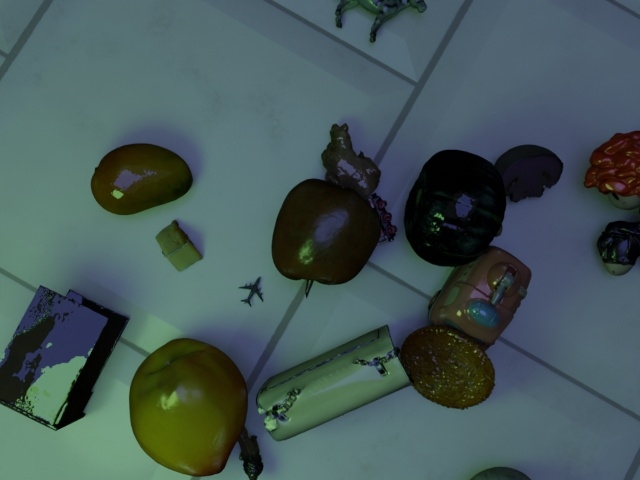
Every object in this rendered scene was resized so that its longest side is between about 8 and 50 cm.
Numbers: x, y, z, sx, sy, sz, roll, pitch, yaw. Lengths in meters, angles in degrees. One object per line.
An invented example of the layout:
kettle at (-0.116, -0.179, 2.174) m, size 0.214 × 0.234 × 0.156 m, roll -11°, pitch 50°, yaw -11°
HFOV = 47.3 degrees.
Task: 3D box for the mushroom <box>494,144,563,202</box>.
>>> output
mushroom at (0.547, -0.194, 1.964) m, size 0.188 × 0.141 × 0.117 m, roll -9°, pitch 50°, yaw -5°

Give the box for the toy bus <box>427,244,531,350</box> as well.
toy bus at (0.419, 0.147, 1.865) m, size 0.194 × 0.232 × 0.288 m, roll 35°, pitch 81°, yaw -2°

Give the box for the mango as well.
mango at (-0.469, -0.167, 1.899) m, size 0.254 × 0.139 × 0.175 m, roll -20°, pitch 97°, yaw -12°

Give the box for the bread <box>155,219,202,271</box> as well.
bread at (-0.382, 0.016, 1.943) m, size 0.084 × 0.080 × 0.109 m, roll -36°, pitch 52°, yaw -6°

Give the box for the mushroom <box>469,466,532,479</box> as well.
mushroom at (0.467, 0.702, 1.836) m, size 0.243 × 0.243 × 0.243 m, roll 0°, pitch 84°, yaw -3°

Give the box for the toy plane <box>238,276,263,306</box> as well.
toy plane at (-0.179, 0.134, 1.936) m, size 0.078 × 0.024 × 0.084 m, roll 32°, pitch 83°, yaw -18°

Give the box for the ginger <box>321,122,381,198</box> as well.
ginger at (0.067, -0.205, 1.960) m, size 0.137 × 0.074 × 0.213 m, roll -36°, pitch 91°, yaw -11°

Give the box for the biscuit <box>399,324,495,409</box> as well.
biscuit at (0.316, 0.324, 1.853) m, size 0.254 × 0.254 × 0.035 m, roll 47°, pitch 41°, yaw 2°

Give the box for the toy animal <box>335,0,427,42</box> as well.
toy animal at (0.156, -0.627, 2.006) m, size 0.255 × 0.090 × 0.170 m, roll 10°, pitch 79°, yaw -4°

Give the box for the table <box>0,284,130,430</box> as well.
table at (-0.629, 0.279, 1.787) m, size 0.196 × 0.250 × 0.282 m, roll 26°, pitch 82°, yaw 1°

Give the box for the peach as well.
peach at (-0.319, 0.408, 1.780) m, size 0.289 × 0.289 × 0.308 m, roll -21°, pitch 110°, yaw -5°

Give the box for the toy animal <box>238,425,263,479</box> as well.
toy animal at (-0.199, 0.513, 1.877) m, size 0.069 × 0.086 × 0.220 m, roll -30°, pitch 68°, yaw -8°

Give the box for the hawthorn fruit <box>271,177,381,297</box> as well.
hawthorn fruit at (0.000, 0.000, 1.839) m, size 0.267 × 0.268 × 0.301 m, roll 20°, pitch 85°, yaw -1°

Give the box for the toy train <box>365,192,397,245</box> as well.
toy train at (0.148, -0.054, 1.953) m, size 0.087 × 0.050 × 0.138 m, roll -22°, pitch 94°, yaw -6°

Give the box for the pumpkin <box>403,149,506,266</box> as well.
pumpkin at (0.348, -0.076, 1.846) m, size 0.238 × 0.315 × 0.315 m, roll 24°, pitch 83°, yaw -7°

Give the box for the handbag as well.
handbag at (0.038, 0.353, 1.794) m, size 0.358 × 0.237 × 0.160 m, roll -25°, pitch 84°, yaw 4°

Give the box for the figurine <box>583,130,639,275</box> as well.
figurine at (0.861, -0.086, 1.931) m, size 0.306 × 0.241 × 0.412 m, roll -3°, pitch 103°, yaw 20°
